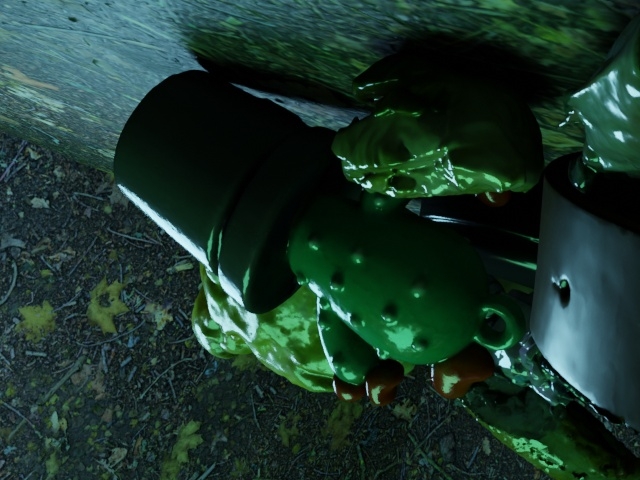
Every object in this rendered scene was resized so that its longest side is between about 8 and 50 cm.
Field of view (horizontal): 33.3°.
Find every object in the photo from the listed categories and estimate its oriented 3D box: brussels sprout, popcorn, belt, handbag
[{"bbox_3d":[0.086,-0.073,0.725,0.139,0.101,0.181,9,177,-16],"label":"brussels sprout"},{"bbox_3d":[-0.019,0.050,1.379,0.334,0.292,0.293,22,176,38],"label":"popcorn"},{"bbox_3d":[0.253,0.038,0.592,0.217,0.122,0.338,-5,-162,-22],"label":"belt"},{"bbox_3d":[0.249,0.006,1.062,0.308,0.093,0.254,18,178,11],"label":"handbag"}]

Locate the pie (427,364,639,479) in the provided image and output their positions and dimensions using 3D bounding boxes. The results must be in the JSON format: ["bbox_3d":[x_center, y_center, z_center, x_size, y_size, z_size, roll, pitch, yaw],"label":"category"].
[{"bbox_3d":[0.276,0.229,1.411,0.354,0.103,0.288,36,178,33],"label":"pie"}]

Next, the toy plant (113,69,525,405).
[{"bbox_3d":[0.007,-0.012,0.975,0.400,0.279,0.185,34,-173,20],"label":"toy plant"}]

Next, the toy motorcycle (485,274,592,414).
[{"bbox_3d":[0.215,0.102,1.178,0.204,0.108,0.239,42,168,5],"label":"toy motorcycle"}]

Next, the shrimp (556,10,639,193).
[{"bbox_3d":[0.232,-0.055,0.488,0.246,0.085,0.360,13,174,-17],"label":"shrimp"}]

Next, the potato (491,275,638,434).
[{"bbox_3d":[0.327,0.111,1.294,0.264,0.211,0.189,21,-176,-7],"label":"potato"}]
